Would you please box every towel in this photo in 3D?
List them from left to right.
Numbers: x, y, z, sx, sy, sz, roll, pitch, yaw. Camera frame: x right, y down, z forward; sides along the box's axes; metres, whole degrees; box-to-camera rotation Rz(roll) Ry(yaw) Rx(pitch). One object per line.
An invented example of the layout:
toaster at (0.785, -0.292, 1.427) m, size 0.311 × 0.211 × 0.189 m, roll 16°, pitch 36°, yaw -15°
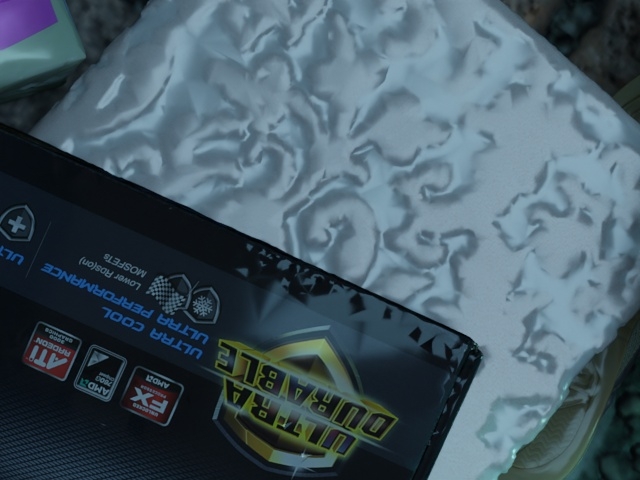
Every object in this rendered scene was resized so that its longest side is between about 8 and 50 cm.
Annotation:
towel at (0.000, 0.000, 0.824) m, size 0.317 × 0.053 × 0.332 m, roll 41°, pitch 84°, yaw 1°

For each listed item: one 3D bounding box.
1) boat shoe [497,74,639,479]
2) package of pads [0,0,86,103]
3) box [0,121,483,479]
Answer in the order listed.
boat shoe at (0.164, 0.023, 0.907) m, size 0.103 × 0.092 × 0.285 m, roll 27°, pitch 79°, yaw 5°
package of pads at (-0.298, -0.148, 0.765) m, size 0.297 × 0.101 × 0.229 m, roll -22°, pitch 92°, yaw -19°
box at (-0.112, 0.123, 0.751) m, size 0.296 × 0.073 × 0.293 m, roll 25°, pitch 90°, yaw 1°
